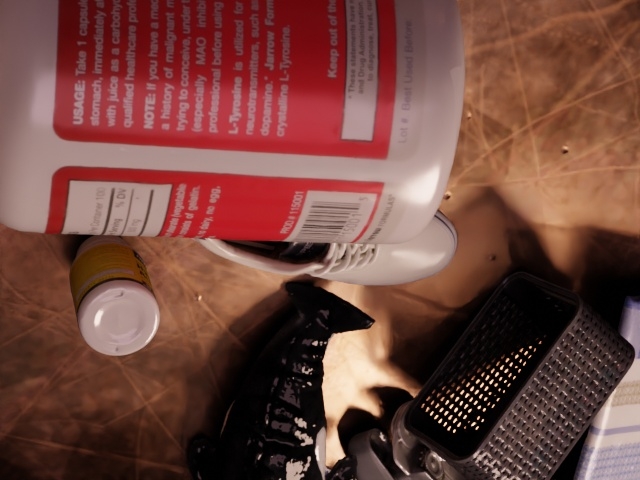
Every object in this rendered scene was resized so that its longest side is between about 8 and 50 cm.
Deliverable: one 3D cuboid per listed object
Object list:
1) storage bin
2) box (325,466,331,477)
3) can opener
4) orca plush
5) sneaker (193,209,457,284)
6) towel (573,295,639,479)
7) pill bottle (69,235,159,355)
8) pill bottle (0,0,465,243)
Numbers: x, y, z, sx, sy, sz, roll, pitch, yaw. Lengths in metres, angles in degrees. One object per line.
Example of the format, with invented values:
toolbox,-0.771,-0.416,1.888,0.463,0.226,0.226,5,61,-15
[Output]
storage bin,0.175,0.130,1.314,0.084,0.122,0.180,40,83,-27
box,0.034,0.319,1.434,0.225,0.036,0.136,37,101,-25
can opener,0.133,0.263,1.428,0.095,0.076,0.283,-21,124,32
orca plush,-0.025,0.190,1.303,0.151,0.102,0.287,26,106,-11
sneaker,0.000,0.000,1.240,0.258,0.091,0.094,7,112,-18
towel,0.332,0.172,1.421,0.209,0.034,0.285,-4,117,-31
pill bottle,-0.169,0.039,1.198,0.065,0.116,0.065,-6,116,-13
pill bottle,-0.120,-0.116,1.072,0.408,0.229,0.229,2,114,-14
